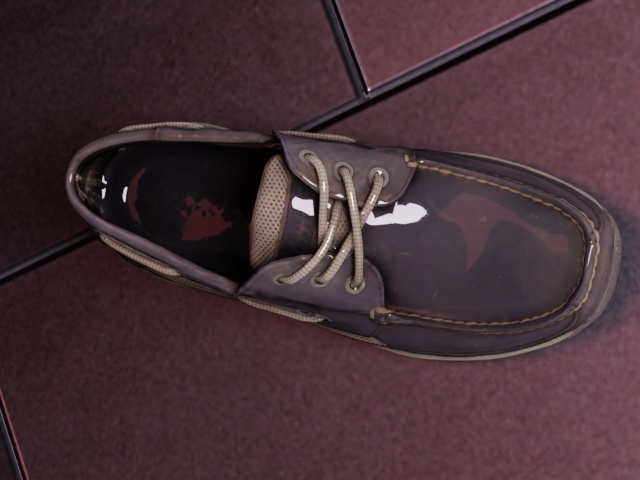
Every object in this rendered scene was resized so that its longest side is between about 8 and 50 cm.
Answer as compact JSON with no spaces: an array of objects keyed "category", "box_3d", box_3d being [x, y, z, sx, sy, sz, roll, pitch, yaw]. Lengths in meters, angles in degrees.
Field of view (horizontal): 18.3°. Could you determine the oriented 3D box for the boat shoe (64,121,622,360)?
[{"category":"boat shoe","box_3d":[0.000,0.000,1.193,0.355,0.130,0.132,6,91,26]}]
